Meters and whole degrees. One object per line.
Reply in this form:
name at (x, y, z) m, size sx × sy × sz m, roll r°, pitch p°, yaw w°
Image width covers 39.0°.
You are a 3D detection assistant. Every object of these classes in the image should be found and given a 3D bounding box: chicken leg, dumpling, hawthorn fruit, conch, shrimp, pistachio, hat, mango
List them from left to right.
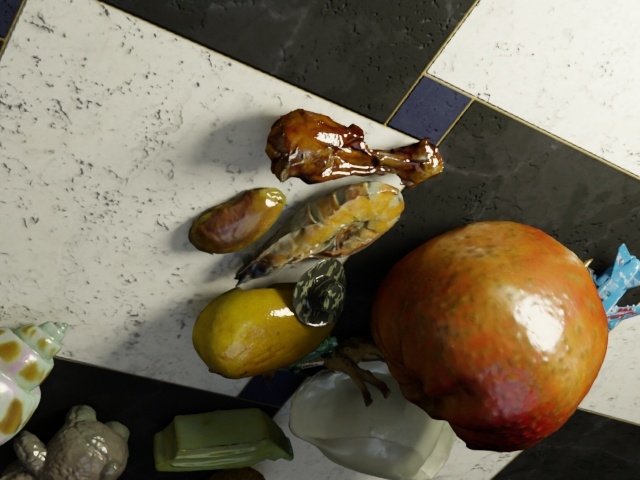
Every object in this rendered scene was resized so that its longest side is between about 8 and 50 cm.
conch at (-0.585, 0.251, 1.471) m, size 0.368 × 0.197 × 0.249 m, roll -10°, pitch 170°, yaw -14°
pistachio at (-0.129, -0.021, 1.449) m, size 0.173 × 0.049 × 0.089 m, roll -26°, pitch 134°, yaw 8°
mango at (-0.091, 0.147, 1.561) m, size 0.262 × 0.130 × 0.167 m, roll -11°, pitch 122°, yaw -20°
shrimp at (0.000, 0.000, 1.503) m, size 0.317 × 0.062 × 0.164 m, roll -30°, pitch 140°, yaw 13°
hat at (0.012, 0.089, 1.511) m, size 0.121 × 0.050 × 0.121 m, roll -8°, pitch 104°, yaw -34°
chicken leg at (0.053, -0.128, 1.381) m, size 0.304 × 0.093 × 0.113 m, roll 7°, pitch 111°, yaw -28°
dumpling at (0.125, 0.338, 1.788) m, size 0.341 × 0.181 × 0.260 m, roll 27°, pitch 97°, yaw 3°
hawthorn fruit at (0.303, 0.144, 1.520) m, size 0.402 × 0.403 × 0.403 m, roll -8°, pitch 133°, yaw -9°

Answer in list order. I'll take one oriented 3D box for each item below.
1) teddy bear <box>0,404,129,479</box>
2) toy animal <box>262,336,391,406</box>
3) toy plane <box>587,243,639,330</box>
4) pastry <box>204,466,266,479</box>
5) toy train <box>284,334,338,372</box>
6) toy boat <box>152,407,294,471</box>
teddy bear at (-0.483, 0.435, 1.692) m, size 0.267 × 0.151 × 0.236 m, roll -36°, pitch 129°, yaw 15°
toy animal at (0.024, 0.233, 1.689) m, size 0.275 × 0.149 × 0.054 m, roll 12°, pitch 143°, yaw 14°
toy plane at (0.520, 0.123, 1.735) m, size 0.254 × 0.105 × 0.271 m, roll 24°, pitch 122°, yaw -32°
pastry at (-0.183, 0.567, 1.885) m, size 0.188 × 0.189 × 0.103 m, roll -21°, pitch 131°, yaw 3°
toy train at (-0.028, 0.191, 1.651) m, size 0.122 × 0.081 × 0.050 m, roll -22°, pitch 143°, yaw 6°
toy boat at (-0.186, 0.388, 1.766) m, size 0.276 × 0.111 × 0.084 m, roll 1°, pitch 126°, yaw -17°
